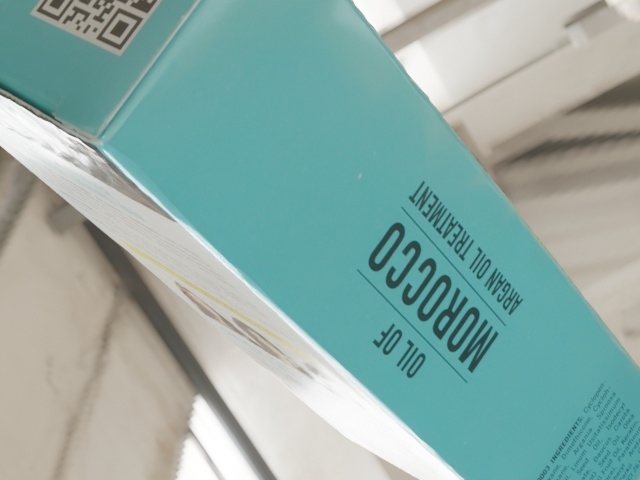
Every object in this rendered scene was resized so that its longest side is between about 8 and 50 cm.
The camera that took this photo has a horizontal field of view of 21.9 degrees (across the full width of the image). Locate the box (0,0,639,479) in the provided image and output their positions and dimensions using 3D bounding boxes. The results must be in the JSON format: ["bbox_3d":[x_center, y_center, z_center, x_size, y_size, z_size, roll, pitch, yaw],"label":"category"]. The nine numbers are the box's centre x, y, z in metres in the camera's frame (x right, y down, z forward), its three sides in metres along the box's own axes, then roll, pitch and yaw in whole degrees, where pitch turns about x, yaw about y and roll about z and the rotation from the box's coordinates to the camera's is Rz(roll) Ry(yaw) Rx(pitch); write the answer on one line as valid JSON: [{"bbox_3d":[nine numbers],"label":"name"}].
[{"bbox_3d":[0.000,0.000,0.424,0.100,0.244,0.060,28,-102,41],"label":"box"}]
